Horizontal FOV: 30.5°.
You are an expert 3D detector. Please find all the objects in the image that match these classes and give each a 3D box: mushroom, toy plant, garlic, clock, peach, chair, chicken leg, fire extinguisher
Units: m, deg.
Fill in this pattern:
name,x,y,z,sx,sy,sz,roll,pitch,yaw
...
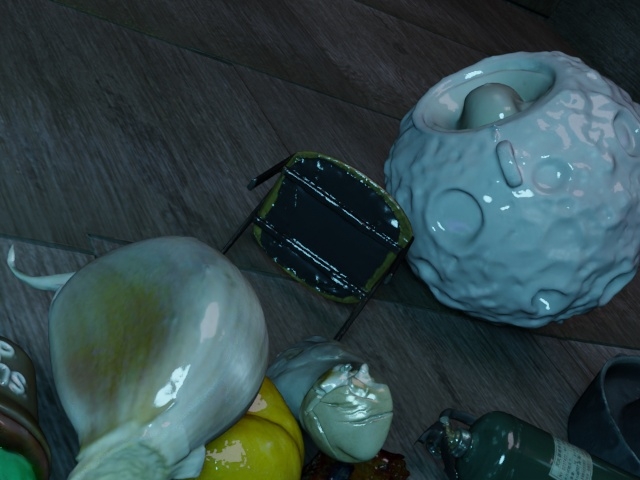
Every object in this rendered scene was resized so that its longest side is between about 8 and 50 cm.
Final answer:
name,x,y,z,sx,sy,sz,roll,pitch,yaw
mushroom,0.014,0.129,0.966,0.092,0.081,0.223,20,-1,-13
toy plant,-0.229,0.144,0.703,0.143,0.105,0.200,19,40,-16
garlic,-0.123,0.051,0.829,0.148,0.128,0.266,7,21,-29
clock,0.453,0.292,1.351,0.386,0.076,0.386,29,26,-15
peach,-0.094,0.147,0.865,0.179,0.103,0.179,27,22,-12
chair,0.000,0.000,1.205,0.159,0.172,0.247,35,31,2
chicken leg,0.022,0.221,0.930,0.105,0.063,0.234,35,23,-11
fire extinguisher,0.207,0.229,1.128,0.294,0.093,0.118,27,26,-16

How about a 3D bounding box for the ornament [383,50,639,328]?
name,x,y,z,sx,sy,sz,roll,pitch,yaw
ornament,0.245,-0.052,1.413,0.337,0.337,0.337,29,25,-15
